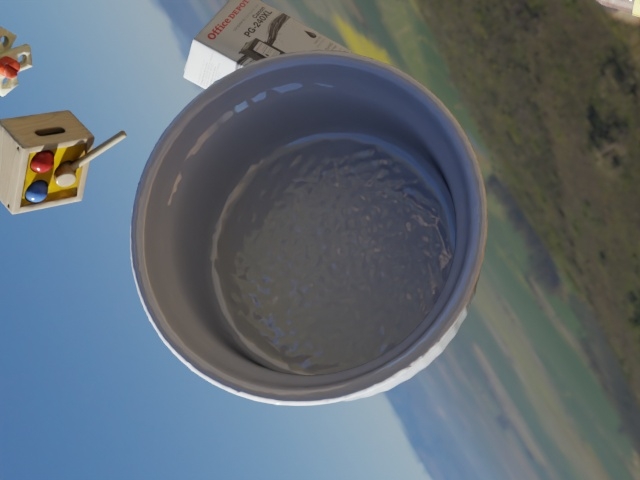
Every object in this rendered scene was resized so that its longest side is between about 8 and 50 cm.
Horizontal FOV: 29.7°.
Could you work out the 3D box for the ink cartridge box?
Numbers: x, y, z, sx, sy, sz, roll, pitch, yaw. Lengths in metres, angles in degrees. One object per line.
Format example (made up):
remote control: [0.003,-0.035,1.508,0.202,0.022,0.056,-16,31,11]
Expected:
ink cartridge box: [-0.059,-0.196,1.334,0.150,0.109,0.063,29,140,5]

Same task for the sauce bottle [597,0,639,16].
sauce bottle: [0.423,-0.333,1.520,0.344,0.111,0.111,19,169,13]

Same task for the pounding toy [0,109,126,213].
pounding toy: [-0.360,-0.111,1.648,0.100,0.141,0.130,44,131,32]

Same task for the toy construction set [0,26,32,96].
toy construction set: [-0.592,-0.251,1.802,0.215,0.328,0.151,-12,-73,-53]

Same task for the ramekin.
ramekin: [0.000,0.000,0.967,0.277,0.277,0.135,59,-177,18]
